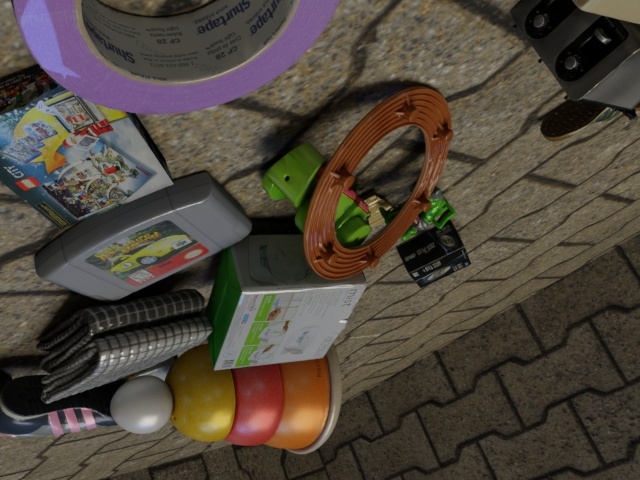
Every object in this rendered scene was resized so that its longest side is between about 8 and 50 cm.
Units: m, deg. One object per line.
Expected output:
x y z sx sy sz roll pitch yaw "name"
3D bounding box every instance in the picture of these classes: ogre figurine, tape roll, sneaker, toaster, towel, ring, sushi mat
0.191 -0.053 1.199 0.118 0.097 0.197 -34 145 11 "ogre figurine"
-0.118 -0.230 0.525 0.275 0.090 0.275 -20 157 -9 "tape roll"
-0.519 0.346 1.271 0.131 0.112 0.319 -43 142 23 "sneaker"
0.373 -0.263 0.822 0.185 0.168 0.110 -3 149 -40 "toaster"
-0.372 0.186 1.152 0.235 0.121 0.283 -11 165 -47 "towel"
0.103 -0.076 0.963 0.336 0.032 0.336 -37 147 -29 "ring"
0.507 -0.237 1.147 0.192 0.064 0.086 -35 150 19 "sneaker"
0.000 0.000 1.248 0.316 0.019 0.151 -30 156 13 "sushi mat"

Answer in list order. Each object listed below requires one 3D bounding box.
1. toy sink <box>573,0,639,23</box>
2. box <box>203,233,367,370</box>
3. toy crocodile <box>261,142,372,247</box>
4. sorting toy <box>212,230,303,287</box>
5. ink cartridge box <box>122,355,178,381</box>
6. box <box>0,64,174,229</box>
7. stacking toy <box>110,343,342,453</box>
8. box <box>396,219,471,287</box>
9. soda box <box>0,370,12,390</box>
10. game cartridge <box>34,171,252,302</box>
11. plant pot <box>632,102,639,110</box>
0.348 -0.330 0.673 0.234 0.153 0.131 -8 153 -36 "toy sink"
-0.073 0.116 1.138 0.231 0.127 0.262 -3 141 -24 "box"
0.011 -0.064 0.989 0.105 0.115 0.340 -46 154 9 "toy crocodile"
-0.050 0.093 1.279 0.229 0.041 0.307 -33 143 11 "sorting toy"
-0.421 0.299 1.440 0.175 0.072 0.127 -19 157 -11 "ink cartridge box"
-0.282 -0.104 0.706 0.159 0.044 0.233 -22 158 -4 "box"
-0.224 0.324 1.373 0.480 0.351 0.350 2 147 -36 "stacking toy"
0.283 0.038 1.535 0.147 0.077 0.180 -26 158 9 "box"
-0.644 0.279 1.193 0.053 0.060 0.169 -20 158 -14 "soda box"
-0.268 0.002 0.952 0.294 0.060 0.196 -26 154 6 "game cartridge"
0.540 -0.315 0.947 0.237 0.110 0.237 -21 158 -9 "plant pot"
